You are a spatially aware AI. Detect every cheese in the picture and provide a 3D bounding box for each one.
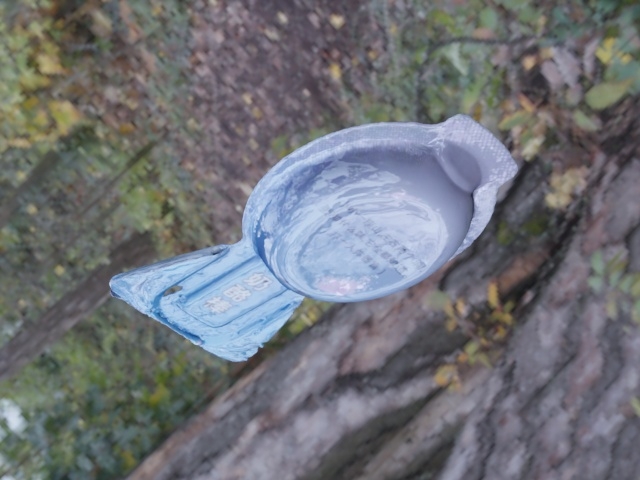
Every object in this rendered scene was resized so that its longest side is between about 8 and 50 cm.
[{"bbox_3d":[0.000,0.000,0.655,0.135,0.244,0.052,38,-146,-37],"label":"cheese"}]
